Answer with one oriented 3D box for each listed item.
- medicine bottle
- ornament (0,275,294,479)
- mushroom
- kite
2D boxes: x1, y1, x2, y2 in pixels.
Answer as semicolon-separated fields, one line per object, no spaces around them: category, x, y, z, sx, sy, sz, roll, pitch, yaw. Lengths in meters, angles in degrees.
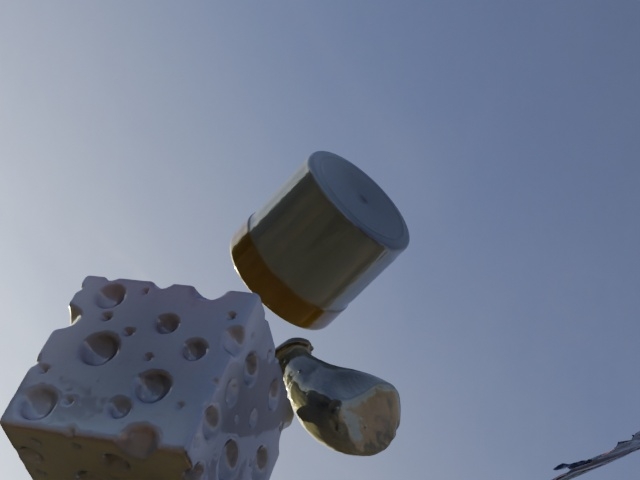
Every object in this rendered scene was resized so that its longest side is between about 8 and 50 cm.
medicine bottle;0.000;0.000;1.928;0.238;0.238;0.232;47;-68;4
ornament;-0.197;0.215;1.336;0.240;0.239;0.239;5;-44;19
mushroom;0.006;0.211;1.470;0.225;0.116;0.093;18;-36;48
kite;0.374;0.275;1.419;0.321;0.234;0.016;-44;-119;44
